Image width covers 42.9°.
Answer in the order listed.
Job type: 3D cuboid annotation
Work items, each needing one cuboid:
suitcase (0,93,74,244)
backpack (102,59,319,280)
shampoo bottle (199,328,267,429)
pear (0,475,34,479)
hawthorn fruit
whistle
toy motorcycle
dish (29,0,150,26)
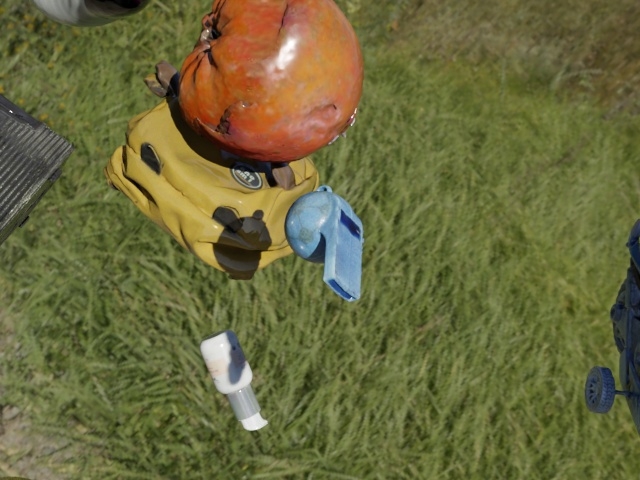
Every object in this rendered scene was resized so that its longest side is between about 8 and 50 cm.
[{"bbox_3d":[-0.519,-0.071,1.106,0.230,0.152,0.335,37,36,-14],"label":"suitcase"},{"bbox_3d":[-0.156,-0.117,1.337,0.354,0.201,0.378,39,25,-2],"label":"backpack"},{"bbox_3d":[-0.160,0.263,1.513,0.074,0.074,0.192,-29,99,-56],"label":"shampoo bottle"},{"bbox_3d":[-0.417,0.459,1.024,0.314,0.314,0.314,29,37,-24],"label":"pear"},{"bbox_3d":[-0.048,-0.233,1.187,0.307,0.276,0.276,25,38,-44],"label":"hawthorn fruit"},{"bbox_3d":[0.000,0.000,0.903,0.090,0.090,0.157,27,48,-27],"label":"whistle"},{"bbox_3d":[0.250,0.077,0.559,0.092,0.135,0.254,9,31,-1],"label":"toy motorcycle"},{"bbox_3d":[-0.325,-0.426,1.303,0.134,0.273,0.273,50,33,15],"label":"dish"}]
